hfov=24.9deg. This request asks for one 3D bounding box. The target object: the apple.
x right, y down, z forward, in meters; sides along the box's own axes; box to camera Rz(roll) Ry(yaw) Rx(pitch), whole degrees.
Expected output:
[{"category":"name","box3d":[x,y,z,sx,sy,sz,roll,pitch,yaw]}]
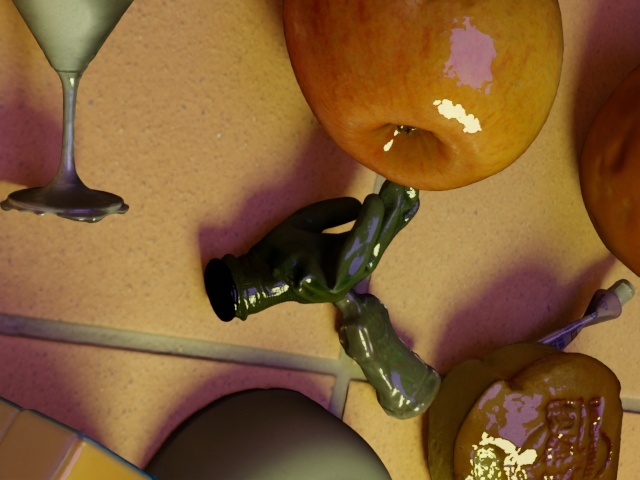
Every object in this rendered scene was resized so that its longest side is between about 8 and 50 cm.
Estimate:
[{"category":"apple","box3d":[0.105,-0.203,1.522,0.299,0.299,0.275,21,63,-41]}]

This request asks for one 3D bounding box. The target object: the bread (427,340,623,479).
[{"category":"bread","box3d":[0.262,0.256,1.831,0.269,0.148,0.270,-7,107,-24]}]

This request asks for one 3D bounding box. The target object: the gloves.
[{"category":"gloves","box3d":[-0.001,0.012,1.597,0.268,0.135,0.107,-28,131,-15]}]

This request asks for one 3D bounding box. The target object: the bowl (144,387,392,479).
[{"category":"bowl","box3d":[-0.031,0.353,1.596,0.353,0.185,0.354,-9,104,-40]}]

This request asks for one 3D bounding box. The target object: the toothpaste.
[{"category":"toothpaste","box3d":[0.308,0.145,1.935,0.301,0.048,0.075,-36,141,-20]}]

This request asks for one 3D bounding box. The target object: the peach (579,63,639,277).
[{"category":"peach","box3d":[0.516,-0.088,1.882,0.342,0.302,0.343,-33,154,-18]}]

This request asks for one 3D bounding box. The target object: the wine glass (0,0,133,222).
[{"category":"wine glass","box3d":[-0.236,-0.141,1.358,0.156,0.156,0.232,-6,106,-40]}]

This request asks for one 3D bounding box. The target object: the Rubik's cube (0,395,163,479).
[{"category":"Rubik's cube","box3d":[-0.265,0.322,1.320,0.291,0.290,0.291,42,71,-39]}]

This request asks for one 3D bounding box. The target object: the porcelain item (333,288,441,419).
[{"category":"porcelain item","box3d":[0.060,0.117,1.704,0.216,0.069,0.081,54,54,-33]}]
